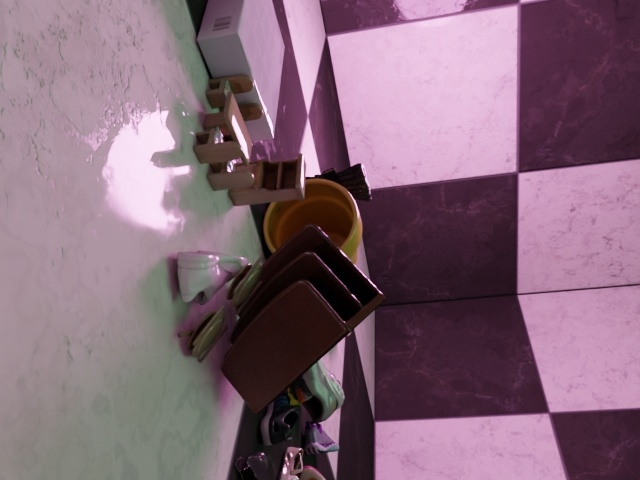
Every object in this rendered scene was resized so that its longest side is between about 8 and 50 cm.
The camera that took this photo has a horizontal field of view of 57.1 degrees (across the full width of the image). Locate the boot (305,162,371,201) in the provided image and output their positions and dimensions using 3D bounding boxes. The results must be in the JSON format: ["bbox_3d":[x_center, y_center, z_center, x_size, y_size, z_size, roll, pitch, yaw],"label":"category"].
[{"bbox_3d":[0.015,-0.151,1.767,0.348,0.260,0.131,-53,136,-75],"label":"boot"}]

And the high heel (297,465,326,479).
[{"bbox_3d":[-0.018,0.780,1.612,0.181,0.127,0.376,176,-97,-71],"label":"high heel"}]

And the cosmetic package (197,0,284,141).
[{"bbox_3d":[-0.171,-0.461,1.380,0.284,0.098,0.377,70,18,-49],"label":"cosmetic package"}]

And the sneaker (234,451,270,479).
[{"bbox_3d":[-0.128,0.503,1.199,0.089,0.051,0.170,-55,133,-75],"label":"sneaker"}]

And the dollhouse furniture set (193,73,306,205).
[{"bbox_3d":[-0.136,-0.195,1.233,0.242,0.161,0.212,72,16,-50],"label":"dollhouse furniture set"}]

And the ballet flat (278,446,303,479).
[{"bbox_3d":[-0.073,0.575,1.447,0.168,0.053,0.057,-79,160,-58],"label":"ballet flat"}]

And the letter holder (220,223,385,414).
[{"bbox_3d":[-0.070,0.141,1.102,0.214,0.302,0.152,48,34,8],"label":"letter holder"}]

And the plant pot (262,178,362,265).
[{"bbox_3d":[0.000,0.000,1.593,0.239,0.254,0.253,60,26,-59],"label":"plant pot"}]

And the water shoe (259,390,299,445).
[{"bbox_3d":[-0.085,0.414,1.393,0.203,0.080,0.072,-69,152,-69],"label":"water shoe"}]

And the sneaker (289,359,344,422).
[{"bbox_3d":[-0.045,0.324,1.442,0.271,0.100,0.108,54,40,-5],"label":"sneaker"}]

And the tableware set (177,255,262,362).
[{"bbox_3d":[-0.170,0.112,1.012,0.194,0.039,0.128,-53,170,-24],"label":"tableware set"}]

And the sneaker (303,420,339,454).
[{"bbox_3d":[0.004,0.597,1.794,0.223,0.083,0.098,56,24,-68],"label":"sneaker"}]

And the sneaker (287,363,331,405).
[{"bbox_3d":[-0.046,0.385,1.649,0.123,0.109,0.295,57,6,19],"label":"sneaker"}]

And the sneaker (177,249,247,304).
[{"bbox_3d":[-0.196,0.067,1.040,0.212,0.080,0.094,3,93,-73],"label":"sneaker"}]
